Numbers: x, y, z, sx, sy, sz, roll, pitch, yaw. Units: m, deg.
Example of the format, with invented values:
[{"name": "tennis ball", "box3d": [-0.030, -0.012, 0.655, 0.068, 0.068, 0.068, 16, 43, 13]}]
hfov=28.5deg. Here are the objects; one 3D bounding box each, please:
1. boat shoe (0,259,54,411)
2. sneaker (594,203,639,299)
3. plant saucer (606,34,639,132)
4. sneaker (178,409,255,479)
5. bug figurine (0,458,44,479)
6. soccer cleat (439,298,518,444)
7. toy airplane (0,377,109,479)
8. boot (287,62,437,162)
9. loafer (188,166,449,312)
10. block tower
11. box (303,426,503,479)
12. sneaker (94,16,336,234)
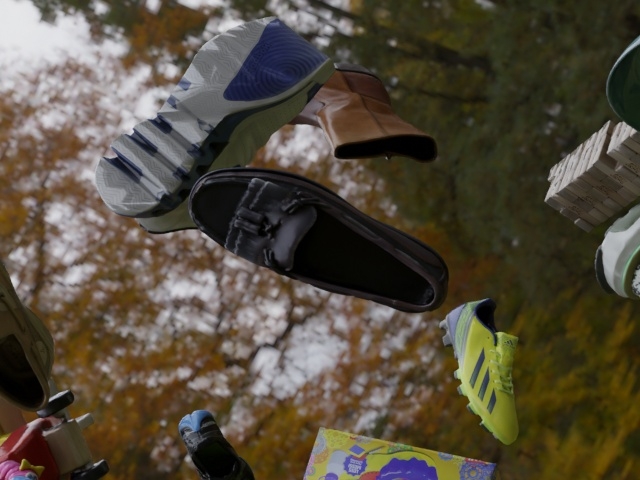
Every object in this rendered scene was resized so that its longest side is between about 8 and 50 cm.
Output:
[{"name": "boat shoe", "box3d": [-0.457, 0.106, 1.687, 0.121, 0.110, 0.341, -27, -45, 8]}, {"name": "sneaker", "box3d": [0.566, -0.019, 1.622, 0.410, 0.182, 0.158, -36, -41, -2]}, {"name": "plant saucer", "box3d": [0.453, -0.170, 1.279, 0.317, 0.317, 0.044, 61, -147, -64]}, {"name": "sneaker", "box3d": [-0.136, 0.307, 1.690, 0.067, 0.078, 0.188, -27, -50, -2]}, {"name": "bug figurine", "box3d": [-0.311, 0.339, 1.566, 0.279, 0.216, 0.072, 36, -106, -37]}, {"name": "soccer cleat", "box3d": [0.293, 0.215, 2.159, 0.121, 0.289, 0.093, -30, -45, 14]}, {"name": "toy airplane", "box3d": [-0.483, 0.348, 1.982, 0.272, 0.386, 0.384, -27, -43, -10]}, {"name": "boot", "box3d": [-0.007, -0.160, 1.717, 0.280, 0.264, 0.096, -118, 36, -59]}, {"name": "loafer", "box3d": [0.000, 0.000, 1.356, 0.095, 0.302, 0.109, -85, 16, -82]}, {"name": "block tower", "box3d": [0.459, -0.133, 1.836, 0.335, 0.091, 0.097, -45, 15, 53]}, {"name": "box", "box3d": [0.140, 0.450, 1.988, 0.279, 0.289, 0.177, 62, -138, -57]}, {"name": "sneaker", "box3d": [-0.127, -0.120, 1.536, 0.315, 0.127, 0.182, -42, -20, -11]}]
